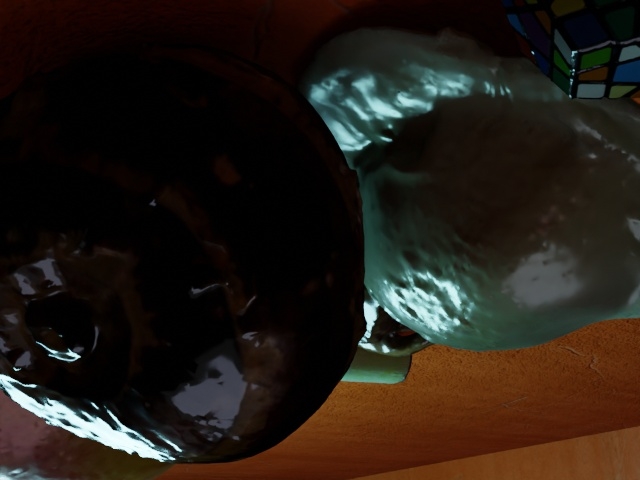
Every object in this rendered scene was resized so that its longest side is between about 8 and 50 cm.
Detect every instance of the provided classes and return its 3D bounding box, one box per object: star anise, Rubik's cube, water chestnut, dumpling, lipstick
[{"bbox_3d":[0.036,0.072,1.084,0.350,0.109,0.292,-10,-175,9],"label":"star anise"},{"bbox_3d":[0.161,-0.139,0.545,0.133,0.112,0.133,-6,160,-2],"label":"Rubik's cube"},{"bbox_3d":[-0.102,0.001,0.691,0.300,0.300,0.300,-4,161,-2],"label":"water chestnut"},{"bbox_3d":[0.125,-0.023,0.717,0.321,0.211,0.270,-17,161,31],"label":"dumpling"},{"bbox_3d":[-0.010,0.158,1.413,0.304,0.076,0.076,7,158,-31],"label":"lipstick"}]

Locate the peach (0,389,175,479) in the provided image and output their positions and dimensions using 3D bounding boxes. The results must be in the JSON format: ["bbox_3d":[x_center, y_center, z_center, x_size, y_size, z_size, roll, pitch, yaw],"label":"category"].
[{"bbox_3d":[-0.253,0.092,0.894,0.380,0.242,0.306,10,145,-25],"label":"peach"}]
